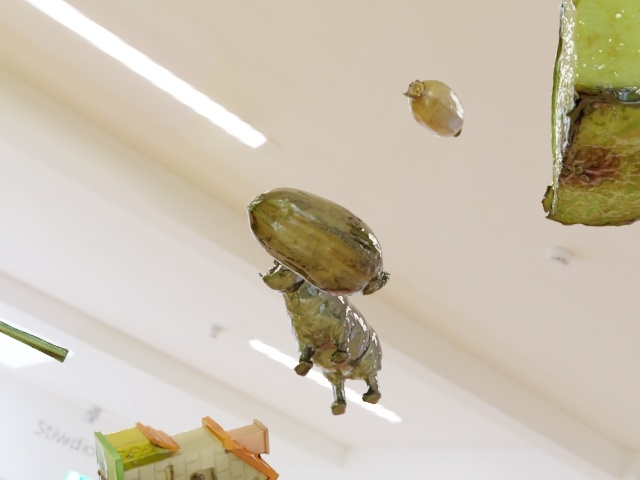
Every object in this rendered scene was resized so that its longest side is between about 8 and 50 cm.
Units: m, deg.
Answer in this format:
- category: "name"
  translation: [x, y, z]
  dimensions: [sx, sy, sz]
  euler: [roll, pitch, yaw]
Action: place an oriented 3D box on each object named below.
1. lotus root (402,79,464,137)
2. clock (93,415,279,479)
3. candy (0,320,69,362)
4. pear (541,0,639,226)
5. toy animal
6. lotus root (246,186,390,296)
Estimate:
- category: "lotus root"
  translation: [0.175, -0.200, 1.345]
  dimensions: [0.062, 0.073, 0.150]
  euler: [28, -2, 43]
- category: "clock"
  translation: [-0.197, 0.377, 1.353]
  dimensions: [0.255, 0.219, 0.106]
  euler: [-10, 16, -29]
- category: "candy"
  translation: [-0.431, 0.086, 1.097]
  dimensions: [0.262, 0.077, 0.073]
  euler: [26, -61, -5]
- category: "pear"
  translation: [0.347, -0.173, 1.032]
  dimensions: [0.164, 0.255, 0.238]
  euler: [3, -35, 8]
- category: "toy animal"
  translation: [-0.002, 0.108, 1.298]
  dimensions: [0.106, 0.168, 0.343]
  euler: [-18, -55, 15]
- category: "lotus root"
  translation: [0.000, 0.000, 0.971]
  dimensions: [0.179, 0.089, 0.080]
  euler: [34, 8, -17]
